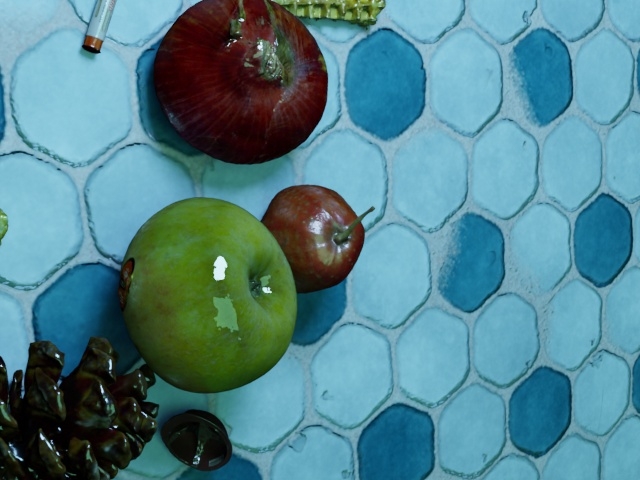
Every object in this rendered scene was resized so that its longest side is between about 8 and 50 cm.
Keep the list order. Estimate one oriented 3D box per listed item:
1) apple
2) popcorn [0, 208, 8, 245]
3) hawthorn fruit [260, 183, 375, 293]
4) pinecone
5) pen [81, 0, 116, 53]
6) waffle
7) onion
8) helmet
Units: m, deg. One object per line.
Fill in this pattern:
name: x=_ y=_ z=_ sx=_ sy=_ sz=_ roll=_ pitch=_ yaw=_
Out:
apple: x=-0.141 y=0.069 z=1.184 sx=0.261 sy=0.194 sz=0.261 roll=34 pitch=48 yaw=-49
popcorn: x=-0.424 y=-0.019 z=1.110 sx=0.083 sy=0.059 sz=0.068 roll=4 pitch=55 yaw=-39
hawthorn fruit: x=0.000 y=0.000 z=1.285 sx=0.162 sy=0.203 sz=0.163 roll=-4 pitch=98 yaw=-28
pinecone: x=-0.335 y=0.228 z=1.099 sx=0.309 sy=0.244 sz=0.244 roll=-32 pitch=113 yaw=-44
pen: x=-0.266 y=-0.350 z=1.180 sx=0.026 sy=0.026 sz=0.218 roll=19 pitch=86 yaw=-32
waffle: x=0.009 y=-0.362 z=1.335 sx=0.192 sy=0.046 sz=0.161 roll=35 pitch=76 yaw=-30
onion: x=-0.102 y=-0.216 z=1.232 sx=0.248 sy=0.161 sz=0.248 roll=-8 pitch=117 yaw=-16
helmet: x=-0.173 y=0.272 z=1.301 sx=0.089 sy=0.057 sz=0.111 roll=-31 pitch=114 yaw=22
